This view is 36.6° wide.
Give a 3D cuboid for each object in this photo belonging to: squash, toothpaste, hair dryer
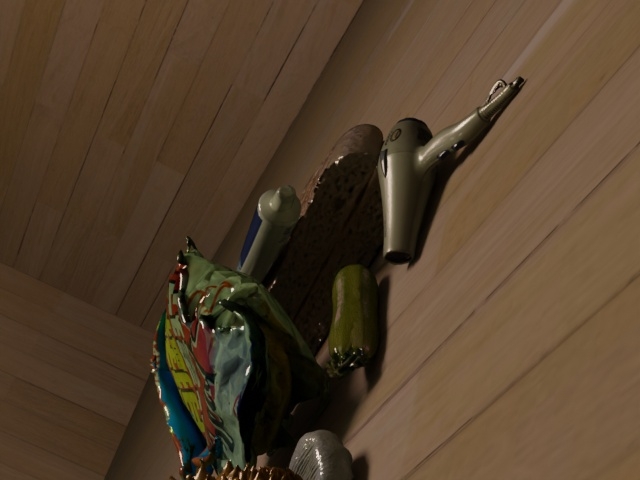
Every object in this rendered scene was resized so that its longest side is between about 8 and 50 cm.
[{"bbox_3d":[0.034,0.079,0.961,0.052,0.052,0.183,-59,12,26],"label":"squash"},{"bbox_3d":[-0.067,0.009,1.117,0.268,0.047,0.069,117,157,-59],"label":"toothpaste"},{"bbox_3d":[0.119,-0.062,0.944,0.199,0.067,0.167,-17,55,57],"label":"hair dryer"}]

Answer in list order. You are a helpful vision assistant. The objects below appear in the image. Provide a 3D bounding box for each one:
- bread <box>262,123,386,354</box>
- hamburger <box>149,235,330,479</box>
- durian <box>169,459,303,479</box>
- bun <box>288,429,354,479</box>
[{"bbox_3d":[0.005,0.003,1.188,0.337,0.102,0.183,-61,7,25],"label":"bread"},{"bbox_3d":[-0.079,0.146,1.033,0.276,0.151,0.260,-138,49,-58],"label":"hamburger"},{"bbox_3d":[-0.069,0.259,0.735,0.250,0.138,0.183,-20,43,64],"label":"durian"},{"bbox_3d":[0.002,0.200,0.811,0.083,0.045,0.083,-166,90,-69],"label":"bun"}]
